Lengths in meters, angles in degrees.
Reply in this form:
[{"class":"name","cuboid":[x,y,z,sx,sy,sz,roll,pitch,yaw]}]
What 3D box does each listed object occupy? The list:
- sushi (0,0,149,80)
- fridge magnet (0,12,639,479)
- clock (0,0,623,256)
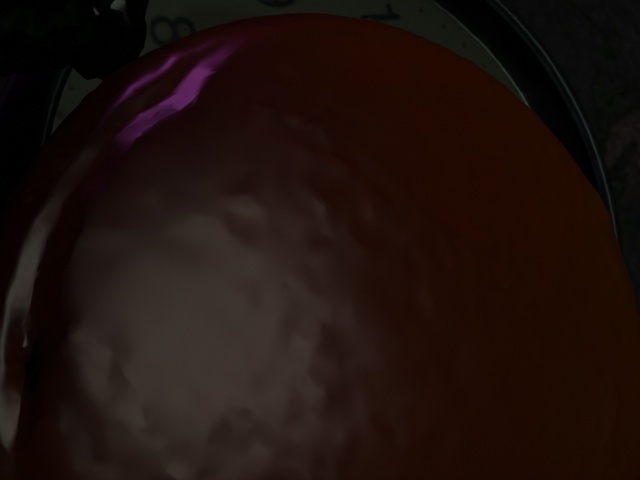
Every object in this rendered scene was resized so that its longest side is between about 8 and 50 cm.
[{"class":"sushi","cuboid":[-0.272,-0.152,0.820,0.352,0.294,0.178,5,77,-54]},{"class":"fridge magnet","cuboid":[0.001,0.074,0.896,0.363,0.155,0.364,5,81,-32]},{"class":"clock","cuboid":[0.000,0.000,1.060,0.386,0.076,0.386,7,74,-26]}]
